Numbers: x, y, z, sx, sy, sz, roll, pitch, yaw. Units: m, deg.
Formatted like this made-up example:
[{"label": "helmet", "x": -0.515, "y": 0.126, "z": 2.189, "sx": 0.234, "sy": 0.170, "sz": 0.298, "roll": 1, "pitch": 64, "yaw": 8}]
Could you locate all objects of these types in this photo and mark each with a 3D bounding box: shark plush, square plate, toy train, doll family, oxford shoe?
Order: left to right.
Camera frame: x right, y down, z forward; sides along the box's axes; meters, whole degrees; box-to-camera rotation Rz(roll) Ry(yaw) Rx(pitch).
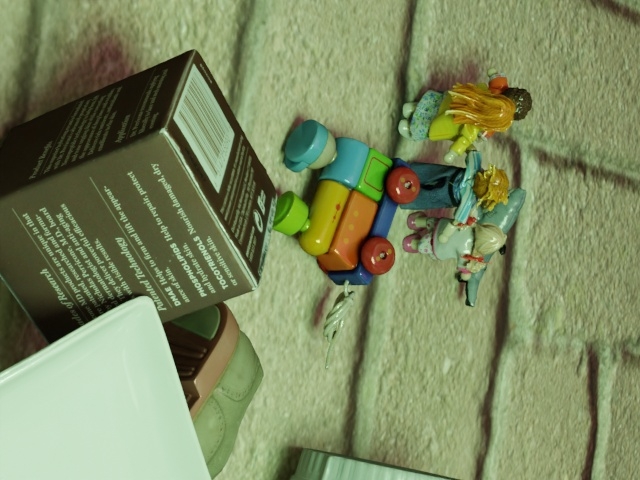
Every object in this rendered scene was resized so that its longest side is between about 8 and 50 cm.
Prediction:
[{"label": "square plate", "x": -0.241, "y": 0.264, "z": 1.039, "sx": 0.344, "sy": 0.049, "sz": 0.347, "roll": -29, "pitch": 116, "yaw": -31}, {"label": "oxford shoe", "x": -0.153, "y": 0.230, "z": 1.226, "sx": 0.348, "sy": 0.123, "sz": 0.130, "roll": -58, "pitch": 132, "yaw": -24}, {"label": "toy train", "x": 0.000, "y": 0.000, "z": 1.379, "sx": 0.143, "sy": 0.105, "sz": 0.248, "roll": 30, "pitch": 71, "yaw": -29}, {"label": "doll family", "x": 0.161, "y": -0.092, "z": 1.476, "sx": 0.118, "sy": 0.163, "sz": 0.263, "roll": 19, "pitch": 79, "yaw": -42}, {"label": "shark plush", "x": 0.208, "y": 0.003, "z": 1.591, "sx": 0.073, "sy": 0.067, "sz": 0.161, "roll": 48, "pitch": 60, "yaw": -34}]

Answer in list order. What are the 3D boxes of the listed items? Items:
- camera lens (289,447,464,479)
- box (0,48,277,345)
[{"label": "camera lens", "x": 0.050, "y": 0.379, "z": 1.353, "sx": 0.219, "sy": 0.219, "sz": 0.274, "roll": 20, "pitch": 78, "yaw": -42}, {"label": "box", "x": -0.168, "y": -0.033, "z": 1.104, "sx": 0.167, "sy": 0.203, "sz": 0.168, "roll": 61, "pitch": 19, "yaw": -27}]
